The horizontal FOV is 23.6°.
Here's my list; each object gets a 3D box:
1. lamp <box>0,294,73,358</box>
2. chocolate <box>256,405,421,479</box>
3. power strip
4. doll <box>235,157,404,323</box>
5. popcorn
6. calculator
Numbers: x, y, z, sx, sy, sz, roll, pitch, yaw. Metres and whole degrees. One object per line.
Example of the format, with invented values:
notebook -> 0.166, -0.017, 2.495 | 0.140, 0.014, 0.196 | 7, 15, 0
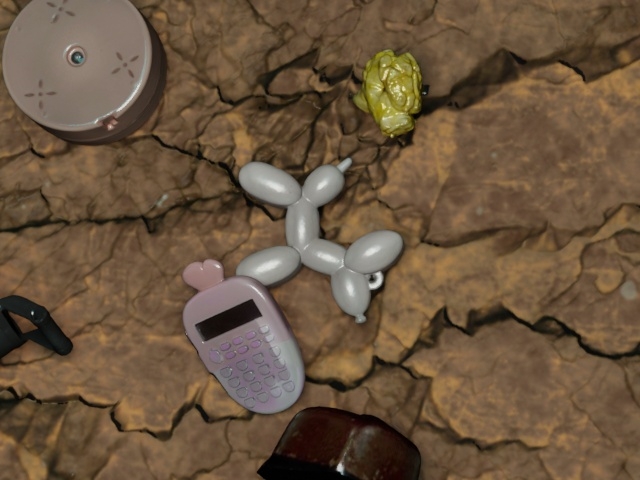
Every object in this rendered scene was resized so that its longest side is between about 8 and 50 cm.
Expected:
lamp -> -0.379, 0.096, 1.458 | 0.227, 0.147, 0.172 | -36, 58, -9
chocolate -> 0.021, 0.194, 1.417 | 0.149, 0.125, 0.080 | 15, 68, 11
power strip -> -0.230, -0.174, 1.498 | 0.154, 0.078, 0.154 | -1, 82, 8
doll -> 0.000, 0.000, 1.466 | 0.160, 0.059, 0.161 | -1, 82, 6
popcorn -> 0.078, -0.143, 1.478 | 0.084, 0.084, 0.084 | -1, 82, 5
calculator -> -0.075, 0.089, 1.451 | 0.103, 0.024, 0.166 | -24, 98, 30
